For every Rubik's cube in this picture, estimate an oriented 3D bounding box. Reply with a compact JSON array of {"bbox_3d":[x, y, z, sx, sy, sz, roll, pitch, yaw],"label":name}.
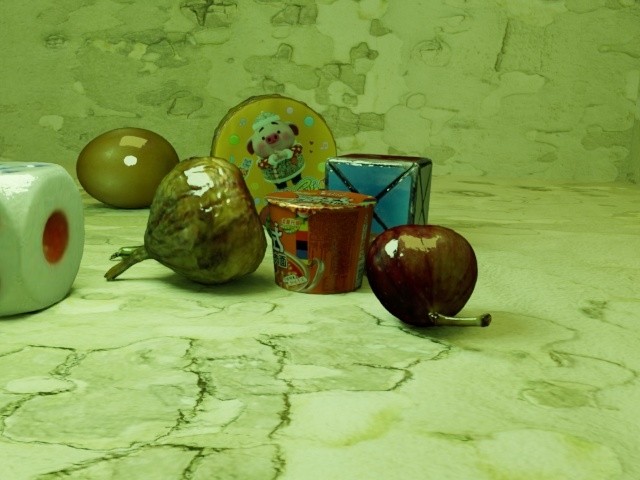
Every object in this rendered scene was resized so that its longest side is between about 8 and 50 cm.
[{"bbox_3d":[0.160,-0.106,1.832,0.259,0.260,0.255,9,12,18],"label":"Rubik's cube"}]

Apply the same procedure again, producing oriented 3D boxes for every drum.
[{"bbox_3d":[-0.162,-0.279,2.221,0.430,0.432,0.214,-1,13,-12],"label":"drum"}]

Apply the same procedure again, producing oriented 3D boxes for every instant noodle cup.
[{"bbox_3d":[0.000,0.000,1.449,0.250,0.192,0.250,1,12,0],"label":"instant noodle cup"}]

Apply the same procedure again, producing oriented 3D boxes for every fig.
[{"bbox_3d":[-0.297,-0.001,1.409,0.368,0.286,0.286,-30,17,-4],"label":"fig"},{"bbox_3d":[0.184,0.089,1.183,0.203,0.186,0.250,13,43,-10],"label":"fig"}]

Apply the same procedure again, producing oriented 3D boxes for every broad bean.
[{"bbox_3d":[-0.420,0.019,1.661,0.069,0.039,0.226,5,12,42],"label":"broad bean"}]

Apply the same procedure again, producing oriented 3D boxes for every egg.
[{"bbox_3d":[-0.668,-0.253,2.309,0.351,0.283,0.282,-3,13,-8],"label":"egg"}]

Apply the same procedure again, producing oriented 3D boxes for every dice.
[{"bbox_3d":[-0.615,-0.013,1.252,0.251,0.259,0.243,3,11,9],"label":"dice"}]

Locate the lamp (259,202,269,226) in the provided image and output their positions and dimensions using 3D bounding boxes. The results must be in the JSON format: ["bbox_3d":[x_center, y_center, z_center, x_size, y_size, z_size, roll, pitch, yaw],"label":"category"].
[{"bbox_3d":[-0.140,-0.077,2.037,0.101,0.090,0.101,-13,-23,-6],"label":"lamp"}]

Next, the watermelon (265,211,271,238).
[{"bbox_3d":[-0.081,-0.049,1.804,0.140,0.141,0.187,-1,9,-13],"label":"watermelon"}]

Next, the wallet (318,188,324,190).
[{"bbox_3d":[0.096,-0.107,2.124,0.146,0.030,0.285,10,-10,19],"label":"wallet"}]

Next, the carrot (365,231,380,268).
[{"bbox_3d":[0.189,0.046,1.505,0.101,0.102,0.263,-9,17,-42],"label":"carrot"}]
